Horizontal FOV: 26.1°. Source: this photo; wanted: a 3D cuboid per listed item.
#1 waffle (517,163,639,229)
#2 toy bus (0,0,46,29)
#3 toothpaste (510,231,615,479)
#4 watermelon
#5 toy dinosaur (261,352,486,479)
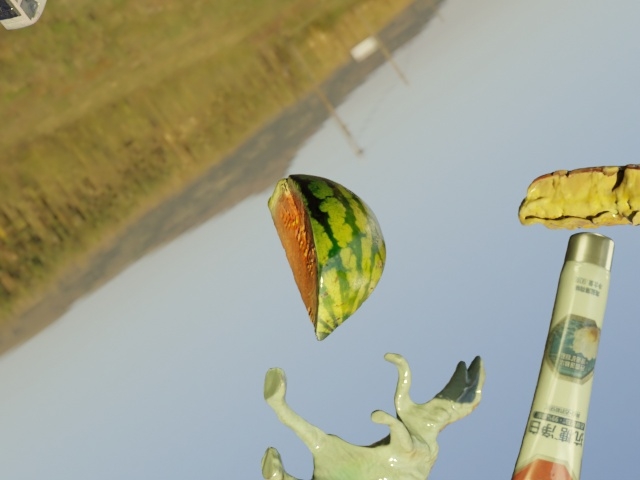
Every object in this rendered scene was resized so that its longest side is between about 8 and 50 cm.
[{"bbox_3d":[0.349,-0.046,1.342,0.309,0.065,0.283,-5,179,4],"label":"waffle"},{"bbox_3d":[-0.297,-0.246,1.247,0.037,0.131,0.052,-8,-128,22],"label":"toy bus"},{"bbox_3d":[0.194,0.111,1.099,0.039,0.062,0.239,112,-8,-77],"label":"toothpaste"},{"bbox_3d":[0.000,-0.010,1.147,0.087,0.069,0.163,-30,-131,8],"label":"watermelon"},{"bbox_3d":[-0.001,0.236,1.330,0.393,0.205,0.092,-54,-147,-6],"label":"toy dinosaur"}]
